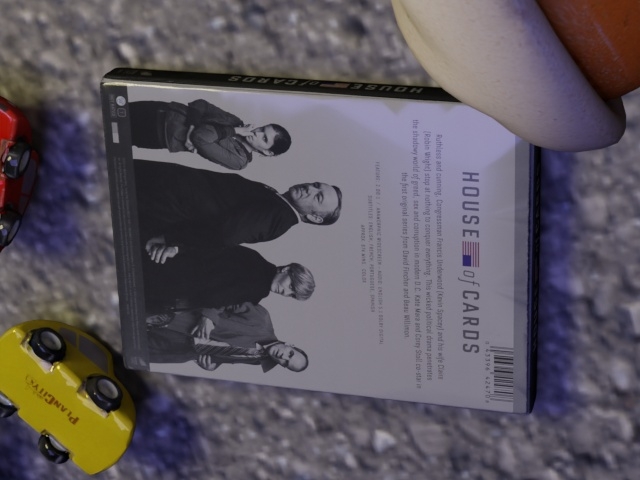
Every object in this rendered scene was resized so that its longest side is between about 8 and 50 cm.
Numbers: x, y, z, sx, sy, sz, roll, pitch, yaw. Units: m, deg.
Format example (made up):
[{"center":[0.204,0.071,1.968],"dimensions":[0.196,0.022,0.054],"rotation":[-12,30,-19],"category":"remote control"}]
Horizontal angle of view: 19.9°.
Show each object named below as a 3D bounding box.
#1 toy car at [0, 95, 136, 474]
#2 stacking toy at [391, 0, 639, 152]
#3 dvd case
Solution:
[{"center":[-0.229,0.034,1.073],"dimensions":[0.225,0.053,0.239],"rotation":[-12,108,23],"category":"toy car"},{"center":[0.203,-0.278,0.671],"dimensions":[0.480,0.350,0.350],"rotation":[-27,102,14],"category":"stacking toy"},{"center":[0.000,0.000,0.994],"dimensions":[0.239,0.029,0.179],"rotation":[5,114,16],"category":"dvd case"}]
